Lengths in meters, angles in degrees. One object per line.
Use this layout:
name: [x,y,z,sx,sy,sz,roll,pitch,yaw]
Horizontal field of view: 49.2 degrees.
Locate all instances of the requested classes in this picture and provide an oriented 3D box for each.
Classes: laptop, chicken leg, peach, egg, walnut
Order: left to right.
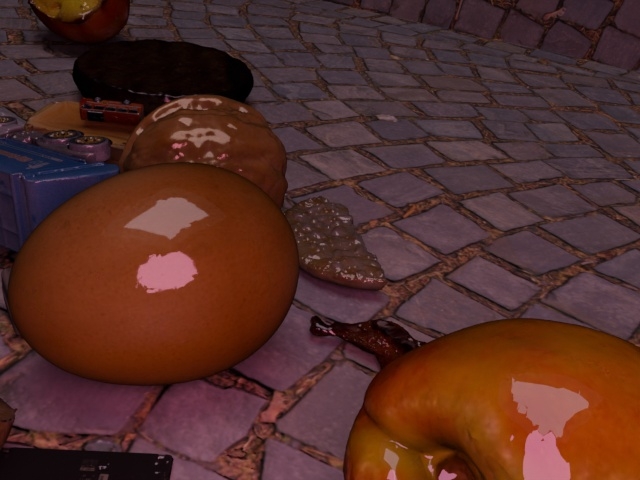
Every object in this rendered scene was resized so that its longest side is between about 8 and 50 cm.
laptop: [-0.238,0.248,0.657,0.180,0.016,0.129,3,29,-4]
peach: [-0.664,-0.672,1.914,0.281,0.281,0.338,-3,26,-17]
egg: [-0.182,0.039,0.796,0.323,0.250,0.250,-11,34,-18]
walnut: [-0.181,-0.108,1.081,0.257,0.256,0.224,-2,-2,-16]
chicken leg: [0.086,0.138,0.881,0.219,0.048,0.089,30,34,34]
peach: [0.186,0.206,0.558,0.333,0.307,0.308,16,22,-33]

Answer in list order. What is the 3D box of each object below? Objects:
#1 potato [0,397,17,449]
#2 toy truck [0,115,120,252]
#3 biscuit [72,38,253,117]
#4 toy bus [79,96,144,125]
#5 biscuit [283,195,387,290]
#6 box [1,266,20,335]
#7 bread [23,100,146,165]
potato: [-0.362,0.194,0.683,0.101,0.089,0.172,19,-7,-18]
toy truck: [-0.432,-0.085,1.026,0.367,0.146,0.175,16,25,31]
biscuit: [-0.363,-0.372,1.633,0.408,0.091,0.407,7,30,-4]
toy bus: [-0.365,-0.224,1.220,0.110,0.031,0.043,5,42,-3]
biscuit: [0.000,0.002,1.109,0.141,0.038,0.289,-2,29,-14]
box: [-0.290,0.057,0.936,0.244,0.055,0.103,-11,34,-29]
bread: [-0.400,-0.170,1.255,0.241,0.107,0.136,12,33,9]
